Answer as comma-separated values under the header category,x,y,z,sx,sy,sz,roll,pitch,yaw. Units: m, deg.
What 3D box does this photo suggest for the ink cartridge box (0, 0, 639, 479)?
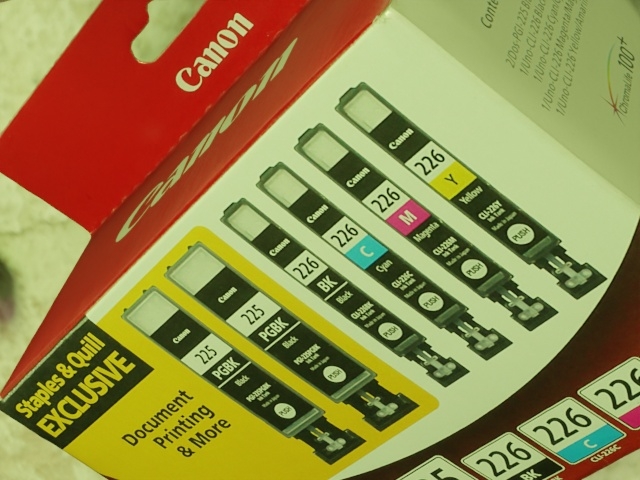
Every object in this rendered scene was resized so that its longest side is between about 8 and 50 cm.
category,x,y,z,sx,sy,sz,roll,pitch,yaw
ink cartridge box,0.000,0.000,0.568,0.272,0.130,0.309,36,132,-14

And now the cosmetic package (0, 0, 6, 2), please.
category,x,y,z,sx,sy,sz,roll,pitch,yaw
cosmetic package,-0.163,-0.335,0.478,0.394,0.327,0.329,43,119,4
